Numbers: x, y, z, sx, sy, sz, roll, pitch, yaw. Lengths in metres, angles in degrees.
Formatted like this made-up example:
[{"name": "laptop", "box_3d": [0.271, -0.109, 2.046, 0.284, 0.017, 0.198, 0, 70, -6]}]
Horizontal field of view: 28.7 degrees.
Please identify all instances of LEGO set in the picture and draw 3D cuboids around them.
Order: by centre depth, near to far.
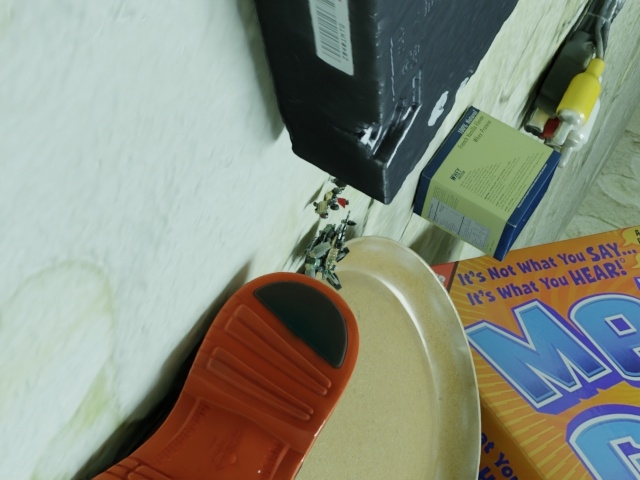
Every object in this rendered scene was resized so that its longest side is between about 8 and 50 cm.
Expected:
[{"name": "LEGO set", "box_3d": [0.001, -0.002, 0.727, 0.054, 0.023, 0.083, -48, 150, -52]}]

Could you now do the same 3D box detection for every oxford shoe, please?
[{"name": "oxford shoe", "box_3d": [-0.067, 0.141, 0.606, 0.271, 0.097, 0.098, -52, 172, -33]}]

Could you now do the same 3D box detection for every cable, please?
[{"name": "cable", "box_3d": [0.297, -0.203, 1.324, 0.287, 0.072, 0.139, -58, 173, -10]}]

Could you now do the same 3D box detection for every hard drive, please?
[{"name": "hard drive", "box_3d": [0.086, -0.200, 0.500, 0.339, 0.064, 0.237, -57, 168, -12]}]

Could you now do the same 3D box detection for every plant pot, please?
[{"name": "plant pot", "box_3d": [0.033, 0.115, 0.810, 0.236, 0.032, 0.236, 13, 74, -52]}]

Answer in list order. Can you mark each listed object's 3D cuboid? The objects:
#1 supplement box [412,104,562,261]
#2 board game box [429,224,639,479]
[{"name": "supplement box", "box_3d": [0.130, -0.045, 0.986, 0.083, 0.083, 0.056, -53, 166, -29]}, {"name": "board game box", "box_3d": [0.232, 0.248, 1.131, 0.356, 0.356, 0.356, -10, 137, -33]}]
